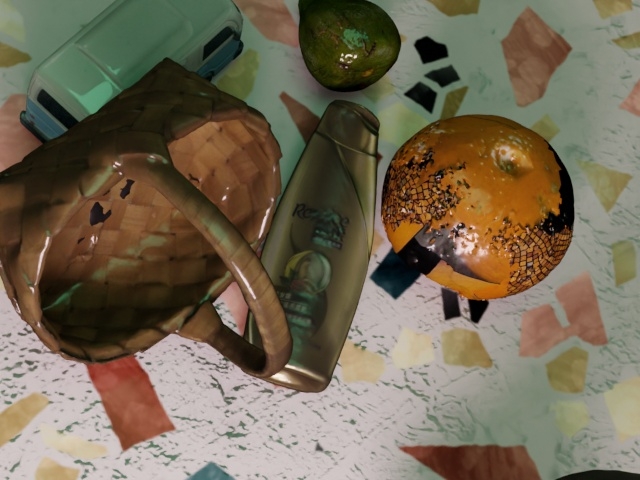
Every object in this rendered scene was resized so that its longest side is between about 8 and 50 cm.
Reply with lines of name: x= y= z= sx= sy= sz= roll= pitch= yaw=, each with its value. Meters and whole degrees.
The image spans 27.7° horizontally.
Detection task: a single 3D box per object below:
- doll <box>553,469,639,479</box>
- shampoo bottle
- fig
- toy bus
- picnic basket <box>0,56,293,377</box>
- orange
doll: x=0.220 y=0.432 z=1.270 sx=0.252 sy=0.378 sz=0.383 roll=-9 pitch=75 yaw=-33
shampoo bottle: x=0.000 y=0.000 z=1.523 sx=0.125 sy=0.084 sz=0.350 roll=18 pitch=66 yaw=-4
fig: x=0.025 y=-0.262 z=1.611 sx=0.123 sy=0.123 sz=0.156 roll=-18 pitch=63 yaw=-19
toy bus: x=-0.209 y=-0.211 z=1.508 sx=0.133 sy=0.165 sz=0.271 roll=42 pitch=67 yaw=5
picnic basket: x=-0.144 y=0.011 z=1.347 sx=0.337 sy=0.293 sz=0.337 roll=-5 pitch=49 yaw=6
orange: x=0.189 y=-0.045 z=1.539 sx=0.234 sy=0.182 sz=0.234 roll=6 pitch=56 yaw=-8
